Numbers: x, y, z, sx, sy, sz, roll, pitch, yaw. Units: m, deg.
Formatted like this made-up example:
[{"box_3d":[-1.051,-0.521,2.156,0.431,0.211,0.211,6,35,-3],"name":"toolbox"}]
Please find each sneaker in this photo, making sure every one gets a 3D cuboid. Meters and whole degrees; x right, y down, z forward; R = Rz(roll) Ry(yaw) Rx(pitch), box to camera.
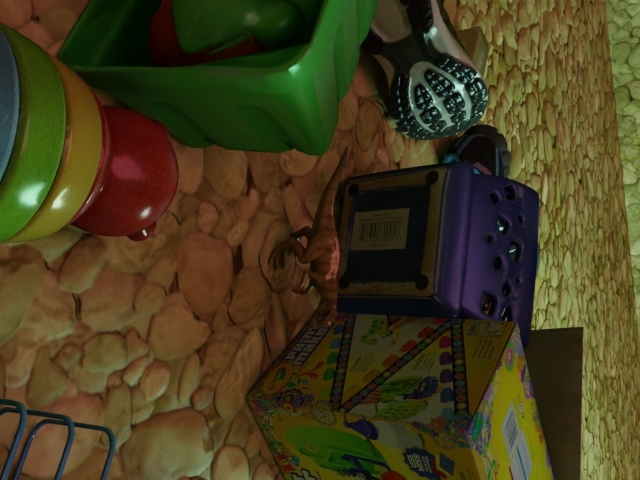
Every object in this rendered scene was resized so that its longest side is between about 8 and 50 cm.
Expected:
[{"box_3d":[0.149,-0.322,1.003,0.410,0.158,0.182,49,34,-48],"name":"sneaker"},{"box_3d":[0.314,-0.042,1.242,0.140,0.125,0.340,-35,107,-41],"name":"sneaker"}]

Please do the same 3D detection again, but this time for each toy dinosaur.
[{"box_3d":[0.000,0.000,0.792,0.064,0.112,0.211,8,82,-53],"name":"toy dinosaur"}]

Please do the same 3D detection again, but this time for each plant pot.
[{"box_3d":[0.150,0.016,0.911,0.212,0.236,0.235,21,73,-45],"name":"plant pot"},{"box_3d":[0.245,0.248,0.968,0.256,0.274,0.256,1,90,-68],"name":"plant pot"}]

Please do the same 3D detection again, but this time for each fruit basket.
[{"box_3d":[-0.062,-0.297,0.565,0.392,0.283,0.391,7,90,-67],"name":"fruit basket"}]

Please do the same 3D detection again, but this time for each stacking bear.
[{"box_3d":[-0.224,-0.067,0.457,0.289,0.164,0.175,12,80,-58],"name":"stacking bear"}]

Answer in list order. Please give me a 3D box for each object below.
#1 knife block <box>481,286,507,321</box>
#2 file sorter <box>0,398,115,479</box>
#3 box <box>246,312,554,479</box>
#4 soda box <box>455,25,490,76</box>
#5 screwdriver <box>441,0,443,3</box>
[{"box_3d":[0.283,0.194,1.199,0.242,0.088,0.275,8,82,-53],"name":"knife block"},{"box_3d":[-0.246,0.158,0.442,0.170,0.118,0.104,40,55,-46],"name":"file sorter"},{"box_3d":[0.110,0.257,0.795,0.177,0.279,0.289,-47,125,-44],"name":"box"},{"box_3d":[0.267,-0.313,1.216,0.058,0.061,0.181,43,56,-44],"name":"soda box"},{"box_3d":[0.202,-0.384,1.173,0.024,0.025,0.169,16,85,-54],"name":"screwdriver"}]
